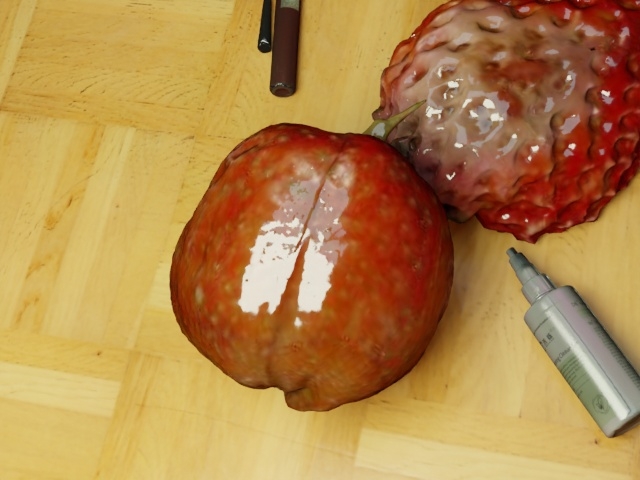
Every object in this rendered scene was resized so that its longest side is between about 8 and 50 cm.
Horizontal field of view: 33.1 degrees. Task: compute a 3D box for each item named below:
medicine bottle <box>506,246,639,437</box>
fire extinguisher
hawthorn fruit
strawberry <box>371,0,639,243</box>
[{"bbox_3d":[0.229,0.085,0.991,0.058,0.057,0.199,-31,66,-2],"label":"medicine bottle"},{"bbox_3d":[-0.045,-0.239,1.204,0.049,0.035,0.173,-21,57,46],"label":"fire extinguisher"},{"bbox_3d":[-0.010,0.022,0.959,0.258,0.258,0.261,-3,107,11],"label":"hawthorn fruit"},{"bbox_3d":[0.216,-0.158,1.047,0.336,0.149,0.265,-26,63,-1],"label":"strawberry"}]
